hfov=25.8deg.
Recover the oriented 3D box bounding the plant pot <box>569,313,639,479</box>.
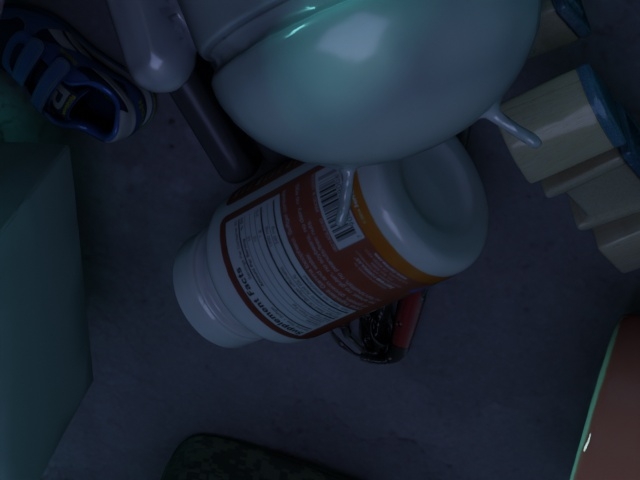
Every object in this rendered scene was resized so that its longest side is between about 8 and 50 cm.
[{"bbox_3d":[0.300,0.174,0.960,0.243,0.275,0.275,14,120,15],"label":"plant pot"}]

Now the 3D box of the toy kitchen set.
[{"bbox_3d":[0.200,-0.104,0.930,0.122,0.166,0.207,-24,148,22],"label":"toy kitchen set"}]

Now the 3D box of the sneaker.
[{"bbox_3d":[-0.187,-0.118,0.995,0.144,0.059,0.053,29,122,-5],"label":"sneaker"}]

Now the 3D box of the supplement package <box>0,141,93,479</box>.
[{"bbox_3d":[-0.312,0.056,0.933,0.263,0.199,0.198,3,117,8],"label":"supplement package"}]

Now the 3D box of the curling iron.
[{"bbox_3d":[0.068,-0.020,1.014,0.068,0.035,0.274,19,120,0],"label":"curling iron"}]

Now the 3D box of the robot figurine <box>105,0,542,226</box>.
[{"bbox_3d":[0.002,-0.193,0.804,0.300,0.200,0.353,-23,89,22],"label":"robot figurine"}]

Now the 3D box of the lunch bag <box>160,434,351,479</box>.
[{"bbox_3d":[-0.082,0.344,1.113,0.213,0.256,0.305,18,119,0],"label":"lunch bag"}]

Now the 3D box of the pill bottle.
[{"bbox_3d":[0.000,0.000,0.971,0.216,0.121,0.121,-26,111,39],"label":"pill bottle"}]

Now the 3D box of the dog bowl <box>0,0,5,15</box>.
[{"bbox_3d":[-0.253,-0.189,0.795,0.150,0.408,0.408,14,121,-17],"label":"dog bowl"}]

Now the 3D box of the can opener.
[{"bbox_3d":[-0.108,-0.156,0.939,0.076,0.095,0.283,-22,112,21],"label":"can opener"}]
